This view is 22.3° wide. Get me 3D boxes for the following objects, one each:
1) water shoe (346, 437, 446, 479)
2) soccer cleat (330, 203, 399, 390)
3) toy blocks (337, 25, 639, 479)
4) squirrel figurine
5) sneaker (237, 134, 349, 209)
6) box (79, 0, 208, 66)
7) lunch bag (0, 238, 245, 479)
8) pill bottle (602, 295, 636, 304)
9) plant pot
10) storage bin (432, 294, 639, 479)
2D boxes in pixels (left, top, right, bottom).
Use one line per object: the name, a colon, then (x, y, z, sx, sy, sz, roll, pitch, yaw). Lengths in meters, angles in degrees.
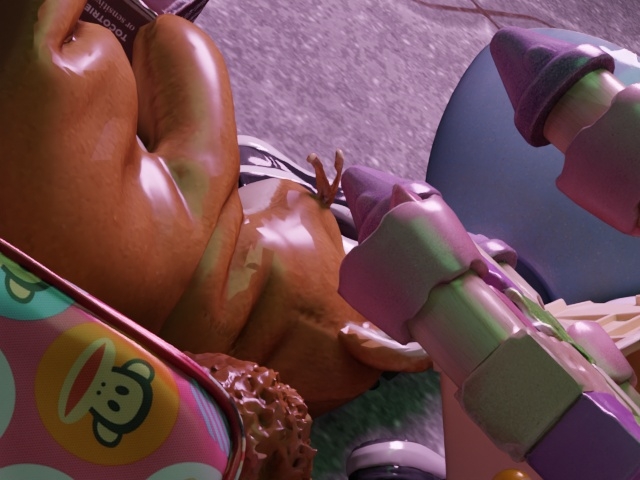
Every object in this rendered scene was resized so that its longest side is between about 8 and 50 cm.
water shoe: (0.097, 0.208, 1.187, 0.203, 0.073, 0.080, 23, 57, -32)
soccer cleat: (0.060, 0.023, 1.304, 0.143, 0.116, 0.331, 51, 15, 9)
toy blocks: (0.077, 0.052, 0.836, 0.260, 0.309, 0.288, 46, 7, 23)
squirrel figurine: (-0.113, 0.058, 0.982, 0.370, 0.281, 0.397, 34, 39, -36)
sneaker: (0.000, 0.000, 1.372, 0.217, 0.079, 0.121, 22, 33, -16)
box: (-0.206, -0.157, 1.192, 0.167, 0.203, 0.168, 38, 26, -3)
lunch bag: (-0.163, 0.154, 0.697, 0.258, 0.120, 0.293, 33, 66, -11)
pill bottle: (0.314, 0.142, 1.420, 0.334, 0.188, 0.188, 2, 44, -51)
plant pot: (0.210, -0.022, 1.498, 0.290, 0.290, 0.195, 39, 60, 0)
storage bin: (0.191, 0.182, 1.105, 0.260, 0.123, 0.262, -13, 101, -59)
